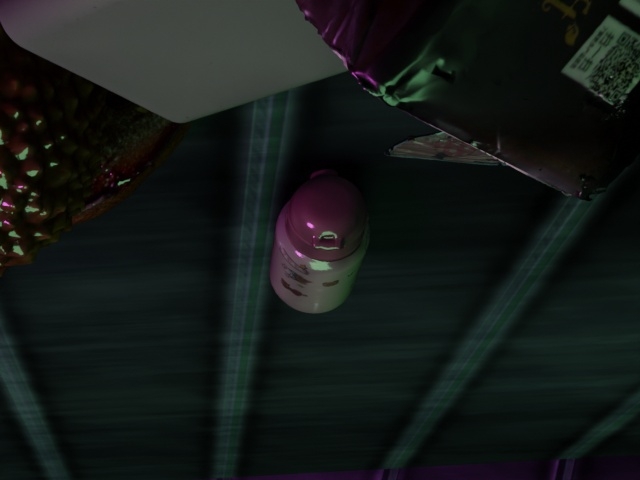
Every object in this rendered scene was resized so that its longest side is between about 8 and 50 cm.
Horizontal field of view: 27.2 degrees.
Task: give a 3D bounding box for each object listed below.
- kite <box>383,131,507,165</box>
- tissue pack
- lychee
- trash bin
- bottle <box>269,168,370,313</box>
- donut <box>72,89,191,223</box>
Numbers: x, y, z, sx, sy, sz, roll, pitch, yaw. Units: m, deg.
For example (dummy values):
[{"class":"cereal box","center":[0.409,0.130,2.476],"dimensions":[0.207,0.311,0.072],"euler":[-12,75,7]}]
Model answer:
[{"class":"kite","center":[0.217,-0.123,1.362],"dimensions":[0.335,0.012,0.314],"euler":[-14,155,29]},{"class":"tissue pack","center":[0.153,-0.214,0.645],"dimensions":[0.210,0.198,0.370],"euler":[20,115,-46]},{"class":"lychee","center":[-0.300,-0.090,1.098],"dimensions":[0.267,0.268,0.267],"euler":[-1,159,0]},{"class":"trash bin","center":[-0.035,-0.217,0.918],"dimensions":[0.343,0.158,0.223],"euler":[-15,153,40]},{"class":"bottle","center":[0.000,0.000,1.538],"dimensions":[0.109,0.110,0.233],"euler":[1,158,-5]},{"class":"donut","center":[-0.240,-0.079,1.281],"dimensions":[0.294,0.151,0.112],"euler":[-7,168,13]}]
